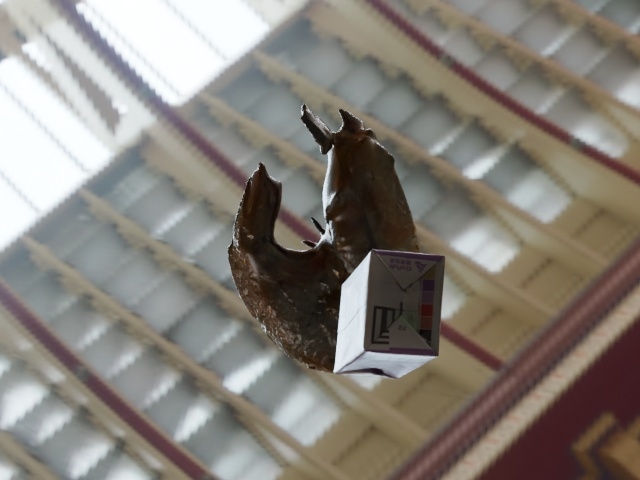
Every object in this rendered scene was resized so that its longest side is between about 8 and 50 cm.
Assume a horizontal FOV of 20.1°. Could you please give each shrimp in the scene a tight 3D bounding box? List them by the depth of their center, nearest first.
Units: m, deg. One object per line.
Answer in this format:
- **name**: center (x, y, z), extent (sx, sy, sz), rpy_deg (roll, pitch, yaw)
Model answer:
- **shrimp**: center (0.000, 0.001, 1.199), extent (0.132, 0.051, 0.187), rpy_deg (-4, -79, 6)

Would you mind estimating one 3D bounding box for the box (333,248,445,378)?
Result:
- **box**: center (0.031, 0.036, 0.857), extent (0.036, 0.117, 0.050), rpy_deg (6, -98, -5)
